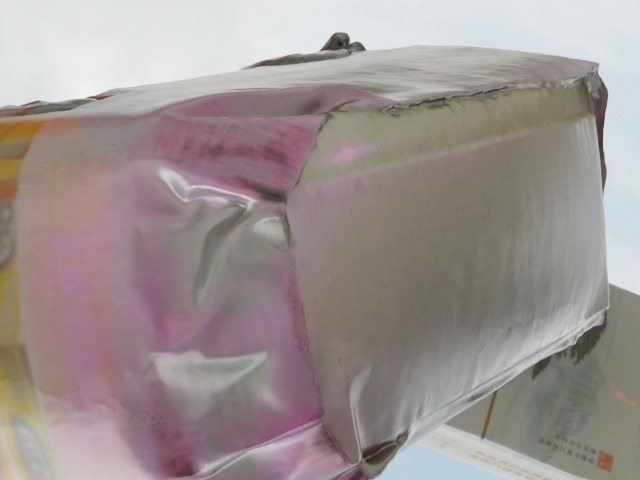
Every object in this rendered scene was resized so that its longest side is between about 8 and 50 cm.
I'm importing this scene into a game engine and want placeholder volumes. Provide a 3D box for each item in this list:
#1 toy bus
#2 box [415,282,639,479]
[{"bbox_3d":[0.000,0.000,0.762,0.162,0.171,0.386,-7,-173,27],"label":"toy bus"},{"bbox_3d":[0.147,0.090,1.291,0.233,0.067,0.149,22,-111,-11],"label":"box"}]
